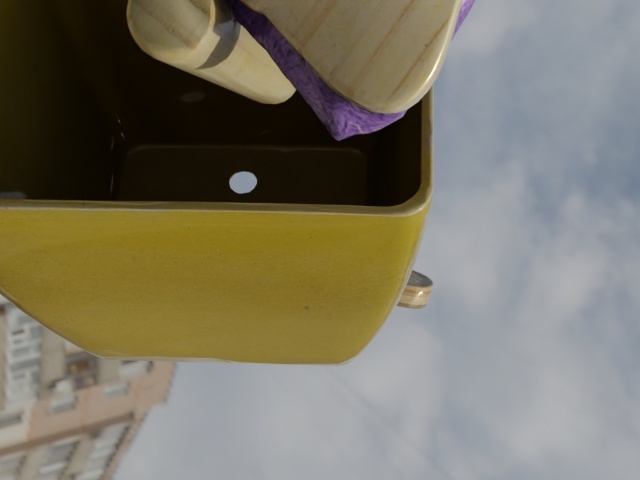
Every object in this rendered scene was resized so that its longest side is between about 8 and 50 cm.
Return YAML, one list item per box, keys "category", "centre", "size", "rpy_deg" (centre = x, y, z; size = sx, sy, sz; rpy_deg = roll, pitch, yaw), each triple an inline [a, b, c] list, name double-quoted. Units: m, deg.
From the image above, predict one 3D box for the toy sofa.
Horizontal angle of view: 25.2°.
- category: "toy sofa"
  centre: [0.053, -0.210, 0.465]
  size: [0.177, 0.362, 0.150]
  rpy_deg: [36, 6, 6]

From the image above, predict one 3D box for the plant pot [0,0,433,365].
- category: "plant pot"
  centre: [-0.052, -0.047, 0.696]
  size: [0.187, 0.212, 0.212]
  rpy_deg: [86, 7, -55]

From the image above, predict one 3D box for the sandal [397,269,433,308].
- category: "sandal"
  centre: [-0.001, -0.002, 1.338]
  size: [0.088, 0.240, 0.079]
  rpy_deg: [-120, -135, -68]
